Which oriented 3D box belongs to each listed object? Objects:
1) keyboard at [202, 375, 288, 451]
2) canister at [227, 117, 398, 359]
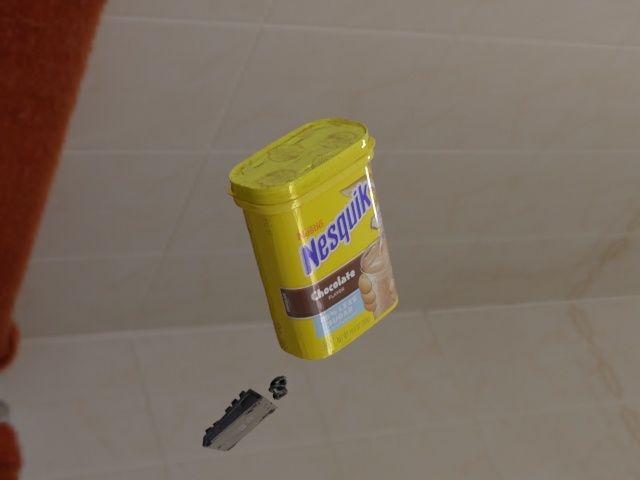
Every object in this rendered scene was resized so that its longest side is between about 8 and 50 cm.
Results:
[{"bbox_3d":[-0.077,0.184,1.265,0.023,0.108,0.180,49,-6,10],"label":"keyboard"},{"bbox_3d":[0.000,0.000,0.987,0.073,0.126,0.170,18,-48,43],"label":"canister"}]
